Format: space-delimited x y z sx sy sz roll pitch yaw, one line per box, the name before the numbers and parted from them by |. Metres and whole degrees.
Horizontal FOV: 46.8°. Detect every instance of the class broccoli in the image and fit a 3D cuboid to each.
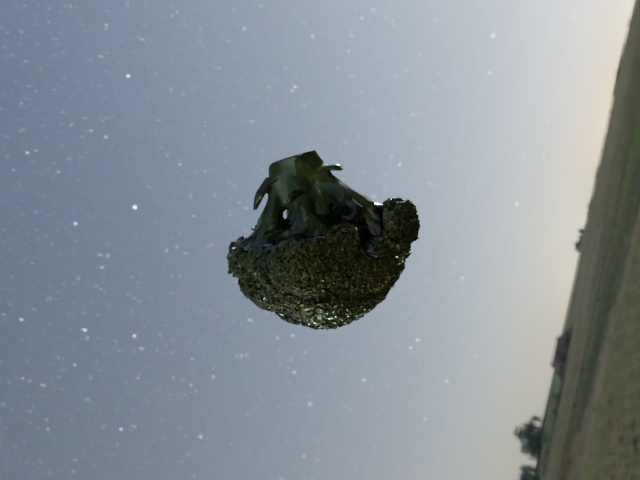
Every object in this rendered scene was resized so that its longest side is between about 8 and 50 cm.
broccoli | 0.000 0.000 0.503 0.131 0.130 0.120 -164 58 -79
